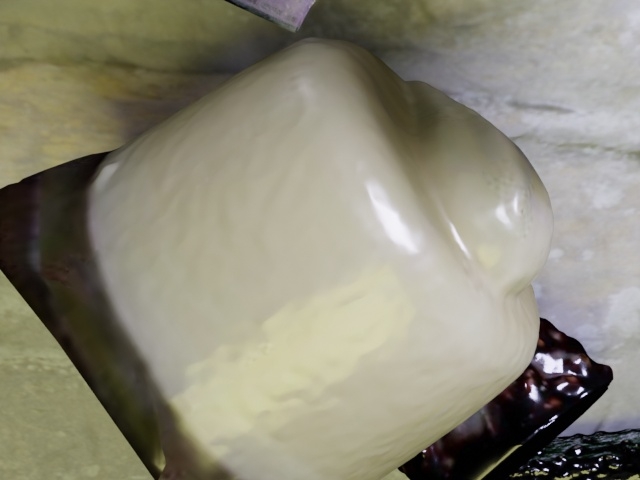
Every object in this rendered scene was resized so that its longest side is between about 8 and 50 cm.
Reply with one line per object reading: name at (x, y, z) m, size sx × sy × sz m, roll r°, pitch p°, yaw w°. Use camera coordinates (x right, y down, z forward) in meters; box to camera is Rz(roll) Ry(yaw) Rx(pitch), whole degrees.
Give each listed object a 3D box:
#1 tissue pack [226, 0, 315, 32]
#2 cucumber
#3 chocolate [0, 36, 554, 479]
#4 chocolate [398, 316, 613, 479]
tissue pack at (-0.070, -0.207, 0.737) m, size 0.156 × 0.112 × 0.051 m, roll 22°, pitch 132°, yaw -15°
cucumber at (0.263, 0.226, 1.139) m, size 0.303 × 0.072 × 0.081 m, roll -4°, pitch 132°, yaw 8°
chocolate at (0.000, 0.000, 0.818) m, size 0.297 × 0.314 × 0.326 m, roll -44°, pitch 78°, yaw 14°
chocolate at (0.130, 0.126, 1.040) m, size 0.224 × 0.206 × 0.177 m, roll -46°, pitch 71°, yaw 25°
